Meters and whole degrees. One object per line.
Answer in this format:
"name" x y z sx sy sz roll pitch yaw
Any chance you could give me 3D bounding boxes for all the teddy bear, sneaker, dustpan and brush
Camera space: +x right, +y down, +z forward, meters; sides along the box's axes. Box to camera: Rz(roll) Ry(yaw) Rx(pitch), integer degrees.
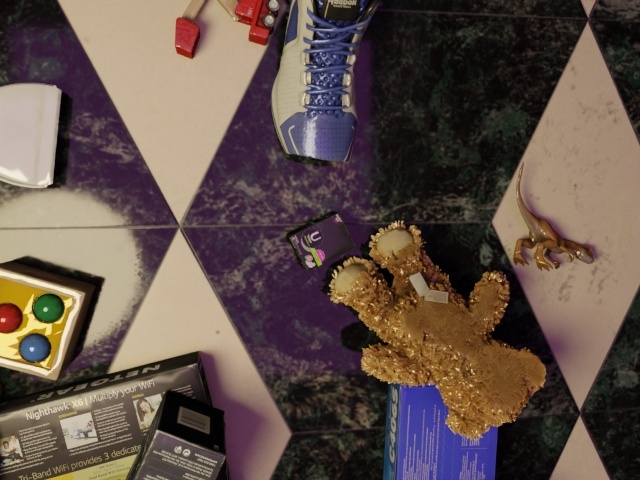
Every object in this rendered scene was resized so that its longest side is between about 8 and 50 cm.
"teddy bear" 0.167 0.127 0.924 0.338 0.113 0.245 30 69 11
"sneaker" 0.003 -0.271 0.858 0.128 0.182 0.315 2 93 -9
"dustpan and brush" -0.475 -0.155 0.853 0.211 0.060 0.147 6 91 -17

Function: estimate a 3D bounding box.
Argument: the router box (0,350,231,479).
"router box" -0.299 0.321 0.895 0.309 0.081 0.242 -13 96 -9

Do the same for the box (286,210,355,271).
"box" 0.000 0.000 0.941 0.083 0.052 0.062 -26 99 -8

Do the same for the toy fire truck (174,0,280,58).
"toy fire truck" -0.127 -0.350 0.899 0.135 0.047 0.191 16 90 -9

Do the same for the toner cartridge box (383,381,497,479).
"toner cartridge box" 0.187 0.388 0.987 0.165 0.075 0.347 3 93 -8

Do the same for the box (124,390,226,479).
"box" -0.194 0.300 0.790 0.093 0.156 0.158 24 89 -10

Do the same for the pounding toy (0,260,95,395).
"pounding toy" -0.440 0.138 0.852 0.181 0.094 0.205 18 90 -11

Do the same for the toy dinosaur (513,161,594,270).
"toy dinosaur" 0.355 -0.014 1.007 0.211 0.064 0.112 39 69 -19
